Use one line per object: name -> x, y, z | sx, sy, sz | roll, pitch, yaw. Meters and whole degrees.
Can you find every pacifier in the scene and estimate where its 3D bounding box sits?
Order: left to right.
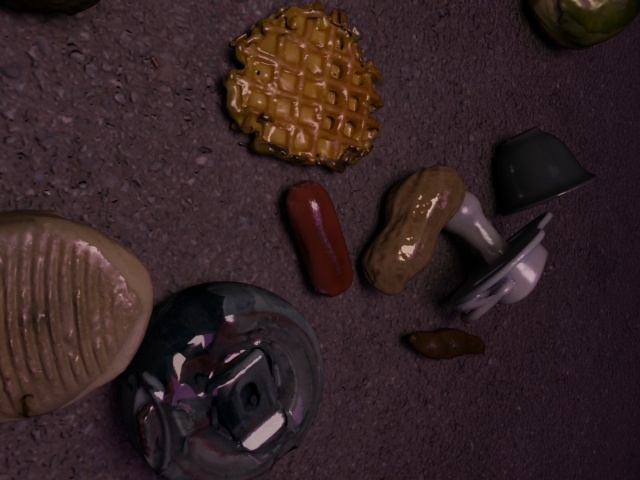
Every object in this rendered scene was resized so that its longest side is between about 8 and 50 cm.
pacifier -> 0.308, 0.006, 0.895 | 0.233, 0.244, 0.300 | 52, 34, 7

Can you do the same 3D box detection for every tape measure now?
tape measure -> -0.115, 0.190, 0.600 | 0.256, 0.147, 0.274 | -36, 114, -30

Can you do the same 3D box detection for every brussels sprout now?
brussels sprout -> 0.584, -0.546, 1.032 | 0.272, 0.210, 0.219 | 0, 89, -21

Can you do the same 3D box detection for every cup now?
cup -> 0.454, -0.158, 0.990 | 0.199, 0.199, 0.149 | -24, 89, -33

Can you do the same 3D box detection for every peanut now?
peanut -> 0.156, -0.026, 0.808 | 0.123, 0.124, 0.256 | 42, 76, -31

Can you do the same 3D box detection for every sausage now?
sausage -> 0.000, 0.000, 0.717 | 0.077, 0.077, 0.193 | -28, 108, -31

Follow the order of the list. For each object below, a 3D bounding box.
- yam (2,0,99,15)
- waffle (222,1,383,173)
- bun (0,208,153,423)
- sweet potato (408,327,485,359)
yam -> -0.255, -0.382, 0.428 | 0.195, 0.195, 0.299 | 21, 80, -35
waffle -> -0.006, -0.218, 0.702 | 0.280, 0.060, 0.262 | -45, 117, -25
bun -> -0.298, 0.068, 0.477 | 0.238, 0.116, 0.209 | -18, 107, -19
sweet potato -> 0.264, 0.208, 0.932 | 0.274, 0.067, 0.067 | 15, 85, -38
